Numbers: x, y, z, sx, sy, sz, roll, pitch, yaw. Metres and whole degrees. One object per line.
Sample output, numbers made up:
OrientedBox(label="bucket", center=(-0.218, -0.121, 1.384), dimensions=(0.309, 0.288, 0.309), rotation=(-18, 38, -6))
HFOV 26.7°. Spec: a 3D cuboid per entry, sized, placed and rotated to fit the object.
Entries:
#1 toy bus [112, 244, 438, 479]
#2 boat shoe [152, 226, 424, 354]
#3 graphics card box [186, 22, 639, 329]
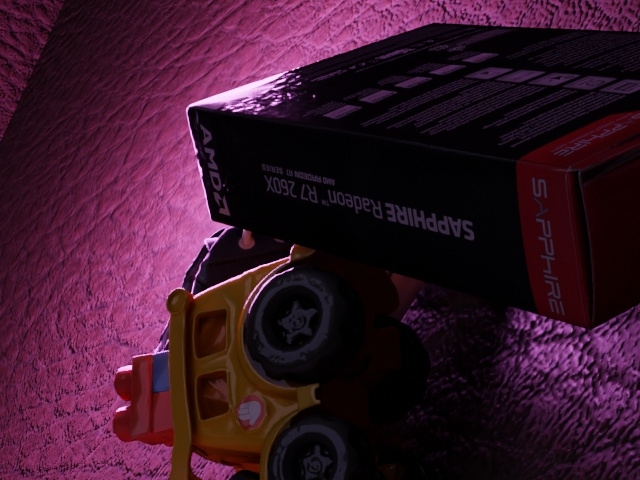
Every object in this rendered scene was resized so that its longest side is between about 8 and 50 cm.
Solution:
OrientedBox(label="toy bus", center=(-0.041, 0.129, 0.916), dimensions=(0.211, 0.149, 0.220), rotation=(-15, 65, 20))
OrientedBox(label="boat shoe", center=(0.000, 0.000, 1.066), dimensions=(0.340, 0.158, 0.127), rotation=(-61, 9, -8))
OrientedBox(label="graphics card box", center=(0.108, -0.061, 0.831), dimensions=(0.233, 0.094, 0.371), rotation=(-24, 23, -31))
